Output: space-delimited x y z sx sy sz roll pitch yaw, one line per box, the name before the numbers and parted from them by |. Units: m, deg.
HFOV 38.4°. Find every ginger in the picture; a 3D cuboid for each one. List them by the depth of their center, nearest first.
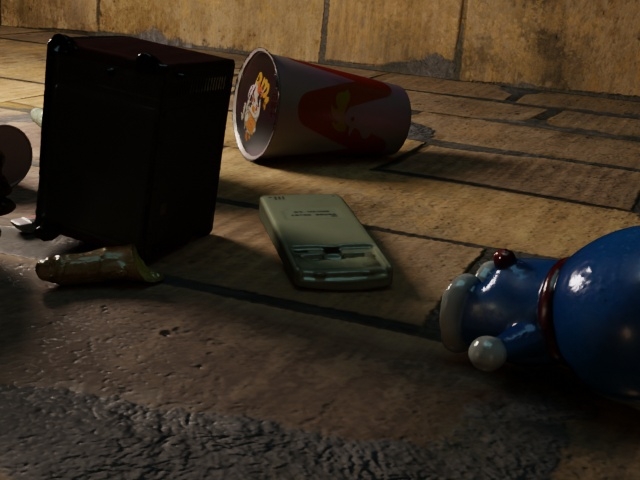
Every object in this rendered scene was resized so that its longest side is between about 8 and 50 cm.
ginger | -0.240 0.027 1.005 0.137 0.044 0.057 -3 37 -15

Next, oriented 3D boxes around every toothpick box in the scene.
toothpick box | -0.508 -0.138 1.364 0.148 0.099 0.098 20 24 39

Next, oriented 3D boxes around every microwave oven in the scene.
microwave oven | -0.235 -0.121 1.123 0.188 0.248 0.178 16 18 15

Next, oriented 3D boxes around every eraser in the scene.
eraser | -0.348 -0.026 1.179 0.027 0.019 0.099 20 24 38

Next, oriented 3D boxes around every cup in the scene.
cup | 0.009 -0.232 1.662 0.288 0.203 0.203 2 16 -29

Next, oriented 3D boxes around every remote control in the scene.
remote control | 0.000 0.000 1.160 0.123 0.038 0.285 -2 21 -14

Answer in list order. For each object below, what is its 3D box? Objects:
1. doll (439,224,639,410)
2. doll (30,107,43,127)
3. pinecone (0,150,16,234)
doll | 0.240 0.074 0.829 0.256 0.161 0.215 -2 23 43
doll | -0.476 -0.247 1.763 0.103 0.072 0.214 3 23 22
pinecone | -0.457 -0.073 1.021 0.221 0.222 0.221 4 18 -1
